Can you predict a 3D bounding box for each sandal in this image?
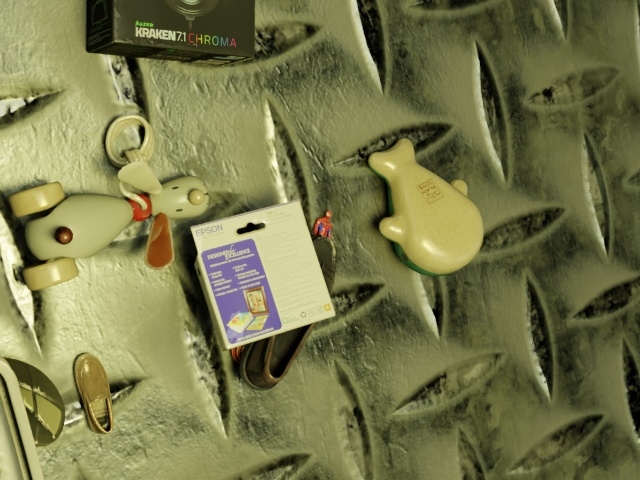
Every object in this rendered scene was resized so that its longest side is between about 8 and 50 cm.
[{"bbox_3d":[-0.527,0.227,1.419,0.303,0.086,0.120,19,60,-14],"label":"sandal"}]

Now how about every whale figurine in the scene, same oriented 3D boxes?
[{"bbox_3d":[0.187,-0.056,1.828,0.216,0.141,0.272,-31,83,-27],"label":"whale figurine"}]

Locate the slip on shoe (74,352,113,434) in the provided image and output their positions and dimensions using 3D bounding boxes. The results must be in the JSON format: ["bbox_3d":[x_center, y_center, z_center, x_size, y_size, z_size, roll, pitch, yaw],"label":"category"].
[{"bbox_3d":[-0.362,0.248,1.541,0.051,0.041,0.135,-11,98,-30],"label":"slip on shoe"}]

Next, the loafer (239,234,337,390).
[{"bbox_3d":[-0.036,0.123,1.660,0.109,0.095,0.302,32,71,-18],"label":"loafer"}]

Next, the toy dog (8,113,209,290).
[{"bbox_3d":[-0.319,-0.041,1.482,0.333,0.161,0.220,-40,112,-23],"label":"toy dog"}]

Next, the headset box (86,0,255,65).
[{"bbox_3d":[-0.236,-0.436,1.529,0.246,0.131,0.283,0,92,-32],"label":"headset box"}]

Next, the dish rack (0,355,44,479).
[{"bbox_3d":[-0.560,0.288,1.326,0.333,0.072,0.285,-9,110,-3],"label":"dish rack"}]

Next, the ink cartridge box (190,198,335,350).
[{"bbox_3d":[-0.098,0.055,1.578,0.206,0.045,0.208,-15,85,-27],"label":"ink cartridge box"}]

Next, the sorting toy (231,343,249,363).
[{"bbox_3d":[-0.110,0.180,1.691,0.102,0.042,0.061,-49,115,-20],"label":"sorting toy"}]

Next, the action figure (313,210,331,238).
[{"bbox_3d":[0.000,0.000,1.758,0.038,0.030,0.115,20,80,-26],"label":"action figure"}]
